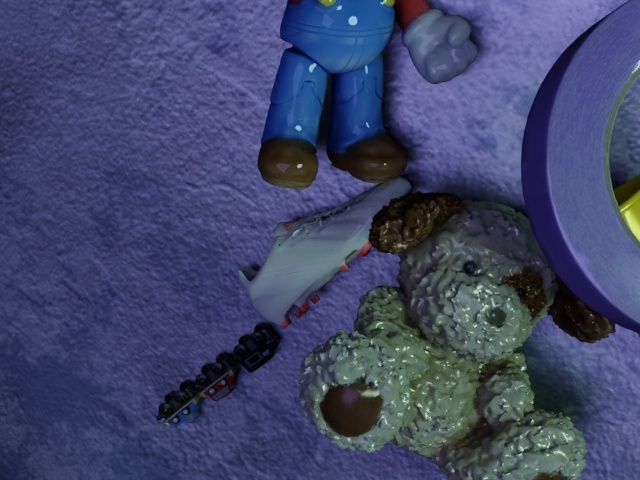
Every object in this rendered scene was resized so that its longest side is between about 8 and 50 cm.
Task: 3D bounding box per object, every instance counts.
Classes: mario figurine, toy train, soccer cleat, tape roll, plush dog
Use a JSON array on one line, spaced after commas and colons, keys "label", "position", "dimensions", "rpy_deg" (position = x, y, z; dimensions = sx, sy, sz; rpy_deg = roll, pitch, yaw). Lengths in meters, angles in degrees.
[{"label": "mario figurine", "position": [0.019, -0.197, 1.084], "dimensions": [0.170, 0.198, 0.320], "rpy_deg": [13, 113, 29]}, {"label": "toy train", "position": [-0.099, 0.135, 1.301], "dimensions": [0.158, 0.027, 0.036], "rpy_deg": [-38, 100, 24]}, {"label": "soccer cleat", "position": [0.000, 0.000, 1.209], "dimensions": [0.076, 0.068, 0.196], "rpy_deg": [49, 117, 5]}, {"label": "tape roll", "position": [0.294, -0.058, 1.011], "dimensions": [0.275, 0.090, 0.275], "rpy_deg": [0, 88, -3]}, {"label": "plush dog", "position": [0.116, 0.075, 1.149], "dimensions": [0.262, 0.210, 0.225], "rpy_deg": [26, 98, -18]}]

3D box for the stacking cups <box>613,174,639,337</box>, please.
[{"label": "stacking cups", "position": [0.329, 0.094, 1.109], "dimensions": [0.096, 0.096, 0.316], "rpy_deg": [-37, 94, 24]}]
